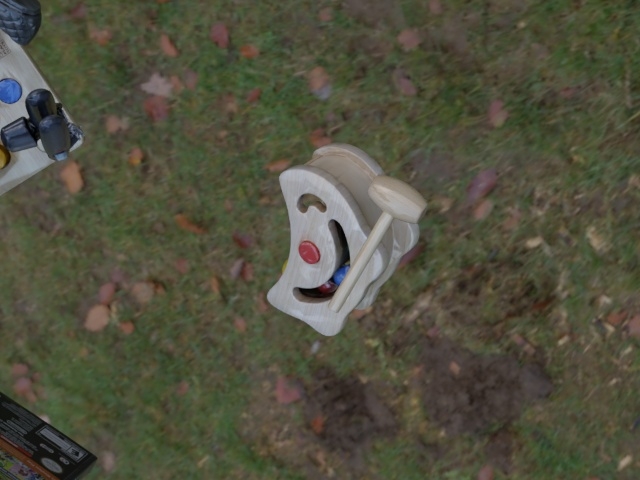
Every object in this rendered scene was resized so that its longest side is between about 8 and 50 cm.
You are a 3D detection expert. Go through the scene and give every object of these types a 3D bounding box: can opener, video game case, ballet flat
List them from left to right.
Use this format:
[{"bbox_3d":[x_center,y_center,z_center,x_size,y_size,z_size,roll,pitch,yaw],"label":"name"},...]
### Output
[{"bbox_3d":[-0.355,-0.248,1.060,0.173,0.057,0.049,30,121,-1],"label":"ballet flat"},{"bbox_3d":[-0.456,0.261,1.405,0.275,0.248,0.035,32,103,5],"label":"video game case"},{"bbox_3d":[-0.255,-0.103,1.013,0.059,0.073,0.186,57,164,-8],"label":"can opener"}]

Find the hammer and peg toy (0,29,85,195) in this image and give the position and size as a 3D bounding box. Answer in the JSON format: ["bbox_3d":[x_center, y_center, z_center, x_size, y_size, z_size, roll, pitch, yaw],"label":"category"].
[{"bbox_3d":[-0.551,-0.237,1.623,0.266,0.127,0.361,-30,105,6],"label":"hammer and peg toy"}]

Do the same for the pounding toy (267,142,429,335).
[{"bbox_3d":[0.000,0.000,1.181,0.154,0.155,0.269,43,136,11],"label":"pounding toy"}]
